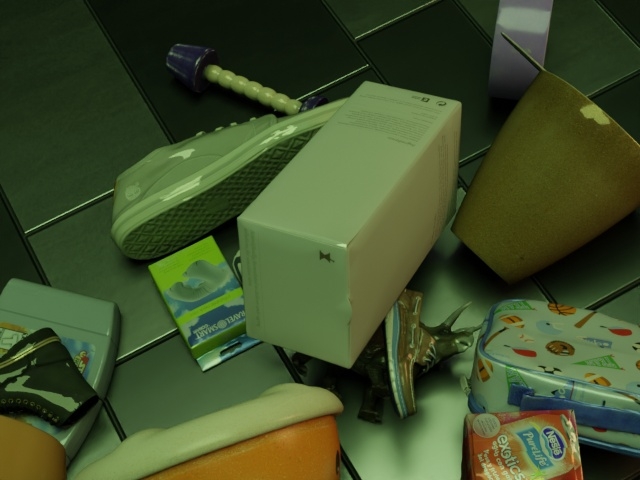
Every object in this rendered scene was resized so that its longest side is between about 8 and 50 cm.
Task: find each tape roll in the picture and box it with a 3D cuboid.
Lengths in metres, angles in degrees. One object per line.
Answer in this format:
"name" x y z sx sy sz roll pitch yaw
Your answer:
"tape roll" 0.311 -0.311 1.801 0.080 0.189 0.189 8 61 9

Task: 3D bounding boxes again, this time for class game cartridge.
"game cartridge" -0.403 0.202 1.642 0.198 0.062 0.297 10 61 15

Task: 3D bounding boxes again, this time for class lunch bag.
"lunch bag" 0.333 0.179 1.492 0.303 0.114 0.243 11 21 11

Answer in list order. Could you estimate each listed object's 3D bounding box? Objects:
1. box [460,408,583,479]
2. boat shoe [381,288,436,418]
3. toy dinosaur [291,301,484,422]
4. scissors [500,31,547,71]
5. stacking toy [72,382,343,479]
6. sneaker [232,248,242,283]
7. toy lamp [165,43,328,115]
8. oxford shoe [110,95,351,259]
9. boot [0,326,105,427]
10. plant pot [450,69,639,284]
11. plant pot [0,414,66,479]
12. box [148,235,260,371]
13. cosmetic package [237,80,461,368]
"box" 0.238 0.309 1.403 0.128 0.257 0.122 -4 58 3
"boat shoe" 0.117 0.141 1.508 0.066 0.066 0.183 -4 63 0
"toy dinosaur" 0.054 0.145 1.613 0.314 0.121 0.160 15 51 15
"scissors" 0.373 -0.206 1.703 0.021 0.297 0.109 -44 38 15
"stacking toy" -0.071 0.439 1.381 0.351 0.350 0.479 -19 79 -6
"sneaker" 0.000 0.000 1.679 0.235 0.094 0.153 -43 49 -18
"toy lamp" -0.123 -0.246 1.865 0.275 0.080 0.080 24 64 18
"oxford shoe" -0.119 -0.123 1.748 0.449 0.169 0.130 -25 59 -4
"boot" -0.403 0.222 1.561 0.198 0.077 0.137 -39 69 -16
"plant pot" 0.311 -0.069 1.647 0.254 0.237 0.237 -46 64 5
"plant pot" -0.434 0.331 1.425 0.291 0.291 0.203 6 62 8
"box" -0.166 0.090 1.692 0.109 0.042 0.178 -27 60 -10
"cosmetic package" 0.049 -0.032 1.506 0.155 0.197 0.365 16 39 22
